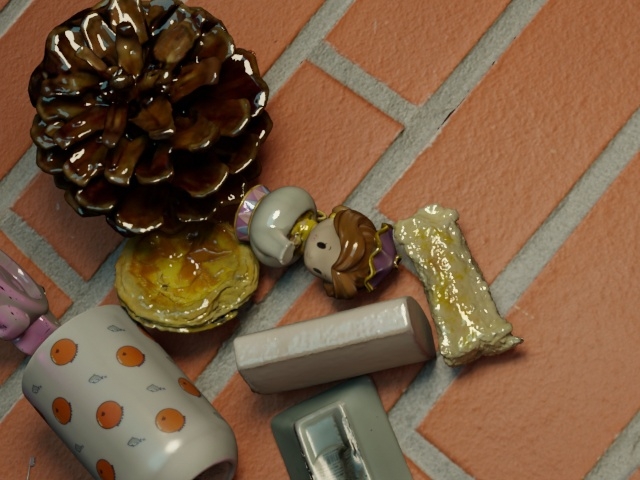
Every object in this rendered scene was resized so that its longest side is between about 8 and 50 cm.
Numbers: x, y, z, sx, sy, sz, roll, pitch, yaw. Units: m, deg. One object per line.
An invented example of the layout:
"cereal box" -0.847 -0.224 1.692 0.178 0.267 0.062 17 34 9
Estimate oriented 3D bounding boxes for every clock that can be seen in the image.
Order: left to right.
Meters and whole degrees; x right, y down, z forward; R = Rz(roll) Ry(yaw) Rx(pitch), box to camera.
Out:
"clock" -0.558 0.073 1.818 0.090 0.248 0.227 -44 64 -2

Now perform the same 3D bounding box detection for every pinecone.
"pinecone" -0.262 -0.199 1.693 0.398 0.398 0.397 -6 70 17

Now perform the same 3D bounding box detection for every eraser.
"eraser" 0.024 0.161 1.627 0.270 0.174 0.095 -14 70 14

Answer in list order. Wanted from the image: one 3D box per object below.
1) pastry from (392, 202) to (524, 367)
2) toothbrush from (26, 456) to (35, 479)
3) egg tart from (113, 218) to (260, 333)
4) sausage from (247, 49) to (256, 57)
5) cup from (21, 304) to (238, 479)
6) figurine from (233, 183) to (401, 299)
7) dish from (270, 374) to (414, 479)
"pastry" 0.197 0.069 1.644 0.121 0.089 0.258 -20 64 -9
"toothbrush" -0.490 0.410 1.811 0.008 0.006 0.097 3 73 16
"egg tart" -0.216 0.063 1.764 0.241 0.106 0.241 1 48 -1
"sausage" -0.216 -0.246 1.909 0.264 0.083 0.083 -41 64 0
"cup" -0.284 0.279 1.672 0.212 0.212 0.317 -47 64 -1
"figurine" 0.000 0.000 1.703 0.263 0.189 0.142 22 124 22
"dish" 0.028 0.334 1.620 0.182 0.080 0.243 -26 66 8
